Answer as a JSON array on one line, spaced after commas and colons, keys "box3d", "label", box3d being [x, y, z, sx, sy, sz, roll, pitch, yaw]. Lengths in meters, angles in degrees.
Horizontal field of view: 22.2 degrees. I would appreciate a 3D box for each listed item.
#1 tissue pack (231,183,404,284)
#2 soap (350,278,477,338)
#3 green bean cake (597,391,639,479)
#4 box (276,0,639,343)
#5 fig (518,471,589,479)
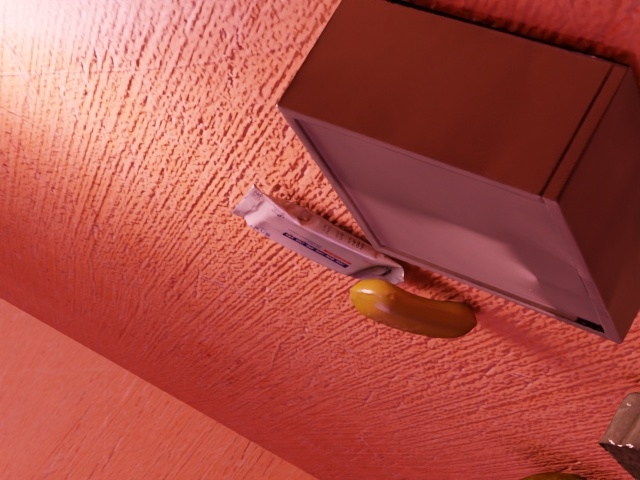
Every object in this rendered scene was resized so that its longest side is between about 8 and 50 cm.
[{"box3d": [0.000, 0.000, 1.755, 0.193, 0.026, 0.122, 29, 164, -6], "label": "tissue pack"}, {"box3d": [0.098, 0.075, 1.742, 0.140, 0.045, 0.089, 16, 168, -16], "label": "soap"}, {"box3d": [0.400, 0.230, 1.649, 0.185, 0.094, 0.183, 39, 163, -30], "label": "green bean cake"}, {"box3d": [0.123, -0.057, 1.179, 0.225, 0.117, 0.225, 21, 163, 30], "label": "box"}, {"box3d": [0.335, 0.436, 2.199, 0.239, 0.239, 0.271, 15, 172, 42], "label": "fig"}]
